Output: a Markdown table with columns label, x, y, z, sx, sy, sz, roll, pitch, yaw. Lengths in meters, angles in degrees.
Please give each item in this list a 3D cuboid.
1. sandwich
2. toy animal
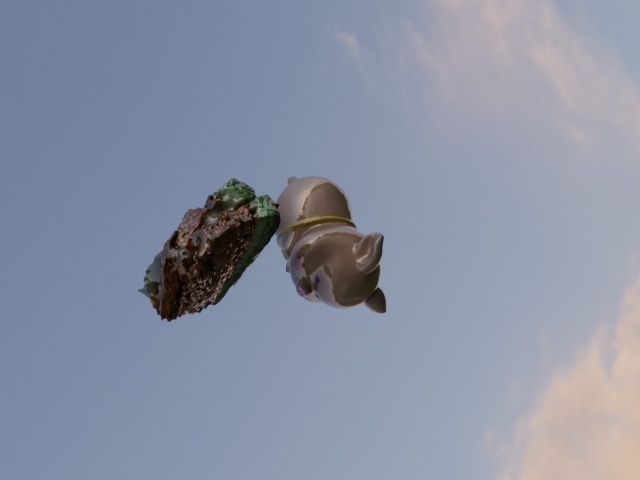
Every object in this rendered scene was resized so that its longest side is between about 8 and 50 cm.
| label | x | y | z | sx | sy | sz | roll | pitch | yaw |
| --- | --- | --- | --- | --- | --- | --- | --- | --- | --- |
| sandwich | -0.157 | 0.007 | 1.083 | 0.184 | 0.109 | 0.160 | -53 | -17 | 25 |
| toy animal | 0.002 | 0.001 | 1.250 | 0.149 | 0.248 | 0.165 | -32 | -34 | -5 |
